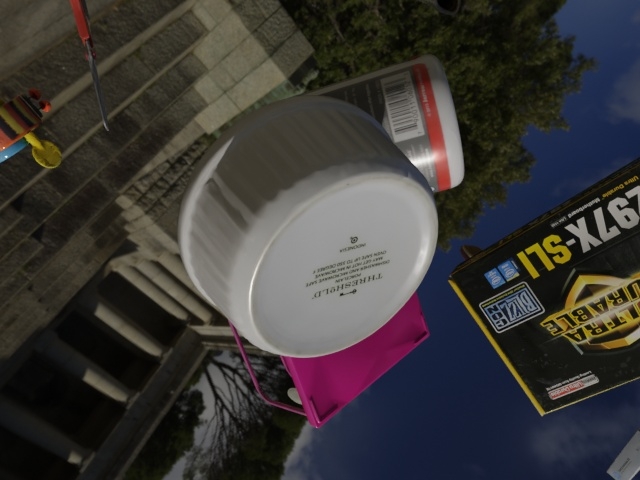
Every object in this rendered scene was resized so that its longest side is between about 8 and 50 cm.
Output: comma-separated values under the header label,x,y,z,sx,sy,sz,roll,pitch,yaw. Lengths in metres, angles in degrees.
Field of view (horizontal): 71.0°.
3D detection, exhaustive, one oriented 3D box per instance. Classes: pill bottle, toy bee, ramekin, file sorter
label,x,y,z,sx,sy,sz,roll,pitch,yaw
pill bottle,0.031,-0.148,0.738,0.363,0.210,0.210,-13,-148,14
toy bee,-0.572,-0.233,0.820,0.298,0.195,0.162,23,-120,28
ramekin,0.000,0.000,0.470,0.273,0.273,0.127,-43,-135,-1
file sorter,0.013,0.140,0.798,0.291,0.202,0.182,-26,-169,-37

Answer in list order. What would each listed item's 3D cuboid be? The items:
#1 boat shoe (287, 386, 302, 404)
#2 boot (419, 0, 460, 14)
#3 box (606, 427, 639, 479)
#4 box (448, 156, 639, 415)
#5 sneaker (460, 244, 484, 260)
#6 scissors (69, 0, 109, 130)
label,x,y,z,sx,sy,sz,roll,pitch,yaw
boat shoe,-0.037,0.471,1.361,0.125,0.046,0.038,11,-167,11
boot,0.194,-0.557,0.919,0.077,0.213,0.165,-49,-128,16
box,0.632,0.363,0.844,0.186,0.145,0.038,-20,-139,-25
box,0.396,0.072,0.653,0.322,0.257,0.079,-36,173,26
sneaker,0.395,0.084,1.113,0.185,0.069,0.084,-116,-144,-52
scissors,-0.385,-0.323,0.752,0.021,0.297,0.109,-16,-173,-16
